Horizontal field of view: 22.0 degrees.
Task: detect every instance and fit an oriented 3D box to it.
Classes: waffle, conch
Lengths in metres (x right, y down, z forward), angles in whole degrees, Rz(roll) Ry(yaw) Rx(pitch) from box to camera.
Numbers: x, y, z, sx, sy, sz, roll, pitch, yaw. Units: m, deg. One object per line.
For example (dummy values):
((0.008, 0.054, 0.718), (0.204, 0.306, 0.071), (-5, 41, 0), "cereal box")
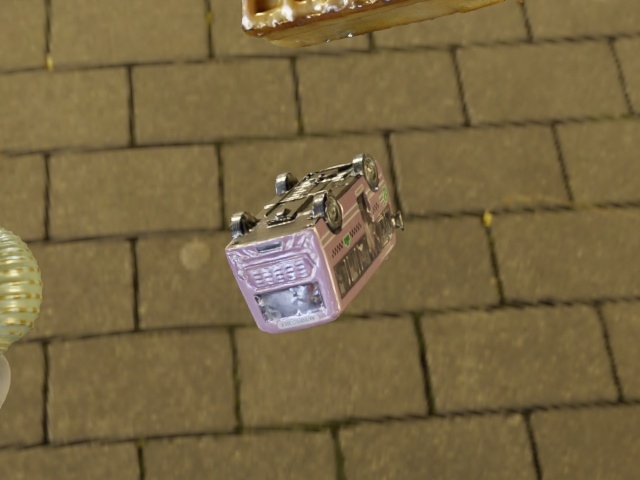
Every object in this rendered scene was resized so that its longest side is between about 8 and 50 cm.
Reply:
((0.062, -0.309, 1.566), (0.308, 0.091, 0.213), (-9, 75, 33), "waffle")
((-0.297, 0.038, 1.363), (0.135, 0.102, 0.153), (-14, 45, -3), "conch")

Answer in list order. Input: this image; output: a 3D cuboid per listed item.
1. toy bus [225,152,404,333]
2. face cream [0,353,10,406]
((0.000, 0.000, 1.433), (0.096, 0.108, 0.199), (-14, 14, 23), "toy bus")
((-0.365, 0.127, 1.586), (0.104, 0.117, 0.117), (28, 56, 31), "face cream")
